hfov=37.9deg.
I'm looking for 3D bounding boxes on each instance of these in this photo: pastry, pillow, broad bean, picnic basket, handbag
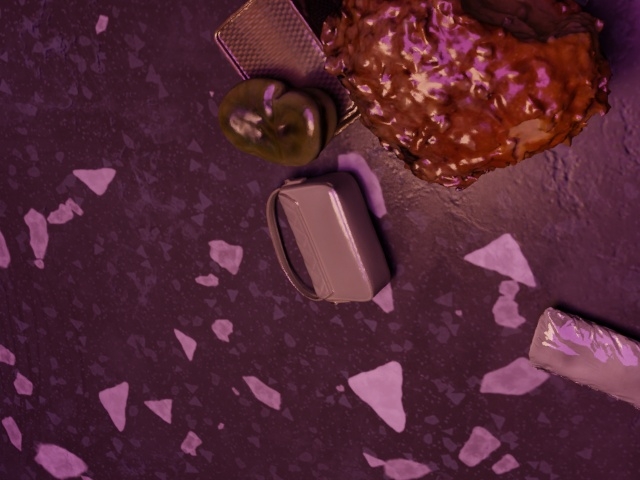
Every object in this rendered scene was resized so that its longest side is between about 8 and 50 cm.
[{"bbox_3d":[0.198,-0.247,1.347,0.405,0.292,0.337,27,133,-1],"label":"pastry"},{"bbox_3d":[0.468,0.201,1.569,0.229,0.051,0.128,22,125,14],"label":"pillow"},{"bbox_3d":[-0.066,-0.186,1.474,0.207,0.072,0.153,1,114,39],"label":"broad bean"},{"bbox_3d":[-0.026,-0.295,1.517,0.165,0.139,0.266,-31,98,35],"label":"picnic basket"},{"bbox_3d":[0.000,0.000,1.698,0.219,0.079,0.256,-5,112,41],"label":"handbag"}]

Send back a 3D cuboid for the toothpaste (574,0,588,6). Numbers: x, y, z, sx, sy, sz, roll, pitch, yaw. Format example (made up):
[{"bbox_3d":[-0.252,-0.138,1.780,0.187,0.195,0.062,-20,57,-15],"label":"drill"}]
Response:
[{"bbox_3d":[0.378,-0.439,1.302,0.064,0.041,0.218,30,127,24],"label":"toothpaste"}]
